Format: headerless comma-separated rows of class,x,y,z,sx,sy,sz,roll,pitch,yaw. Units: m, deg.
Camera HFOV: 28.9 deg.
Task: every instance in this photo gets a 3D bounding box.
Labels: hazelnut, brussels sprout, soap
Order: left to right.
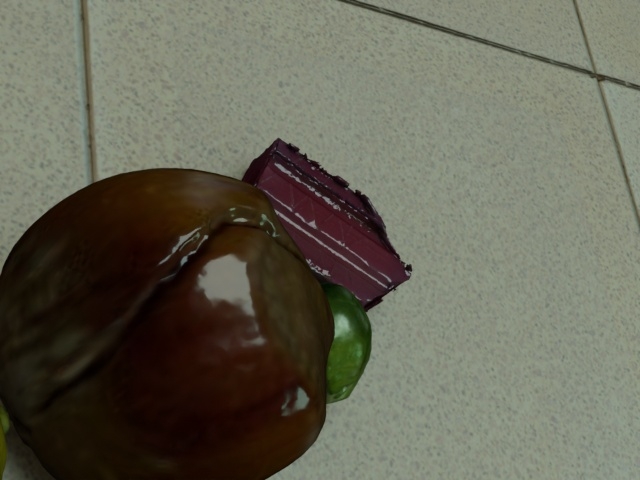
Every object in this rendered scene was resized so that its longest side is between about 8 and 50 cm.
hazelnut,-0.160,0.105,1.302,0.372,0.315,0.372,3,69,-8
soap,0.000,0.000,1.623,0.250,0.099,0.162,35,47,-12
brussels sprout,0.003,0.126,1.516,0.117,0.155,0.155,-1,63,-38

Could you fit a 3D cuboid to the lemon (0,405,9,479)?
lemon,-0.410,0.214,1.089,0.288,0.233,0.233,-28,80,-27
